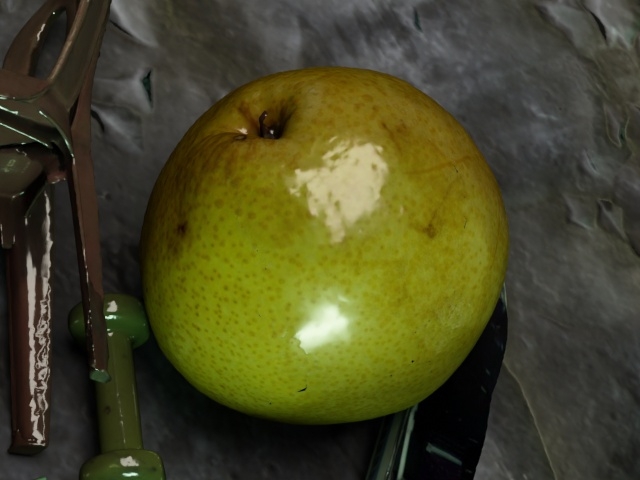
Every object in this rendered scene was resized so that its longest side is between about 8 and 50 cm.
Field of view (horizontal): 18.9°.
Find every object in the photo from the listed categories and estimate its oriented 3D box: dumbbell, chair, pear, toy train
[{"bbox_3d":[-0.112,0.088,1.060,0.046,0.052,0.118,-10,60,1],"label":"dumbbell"},{"bbox_3d":[-0.201,-0.067,1.046,0.183,0.175,0.326,15,57,-24],"label":"chair"},{"bbox_3d":[0.000,0.000,1.061,0.209,0.209,0.208,11,55,-17],"label":"pear"},{"bbox_3d":[0.068,0.098,1.137,0.055,0.048,0.252,33,46,-13],"label":"toy train"}]

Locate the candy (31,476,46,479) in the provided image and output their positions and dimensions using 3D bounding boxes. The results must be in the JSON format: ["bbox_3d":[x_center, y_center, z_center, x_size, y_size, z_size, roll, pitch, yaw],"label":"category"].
[{"bbox_3d":[-0.179,0.138,1.018,0.083,0.023,0.025,-19,103,-38],"label":"candy"}]
